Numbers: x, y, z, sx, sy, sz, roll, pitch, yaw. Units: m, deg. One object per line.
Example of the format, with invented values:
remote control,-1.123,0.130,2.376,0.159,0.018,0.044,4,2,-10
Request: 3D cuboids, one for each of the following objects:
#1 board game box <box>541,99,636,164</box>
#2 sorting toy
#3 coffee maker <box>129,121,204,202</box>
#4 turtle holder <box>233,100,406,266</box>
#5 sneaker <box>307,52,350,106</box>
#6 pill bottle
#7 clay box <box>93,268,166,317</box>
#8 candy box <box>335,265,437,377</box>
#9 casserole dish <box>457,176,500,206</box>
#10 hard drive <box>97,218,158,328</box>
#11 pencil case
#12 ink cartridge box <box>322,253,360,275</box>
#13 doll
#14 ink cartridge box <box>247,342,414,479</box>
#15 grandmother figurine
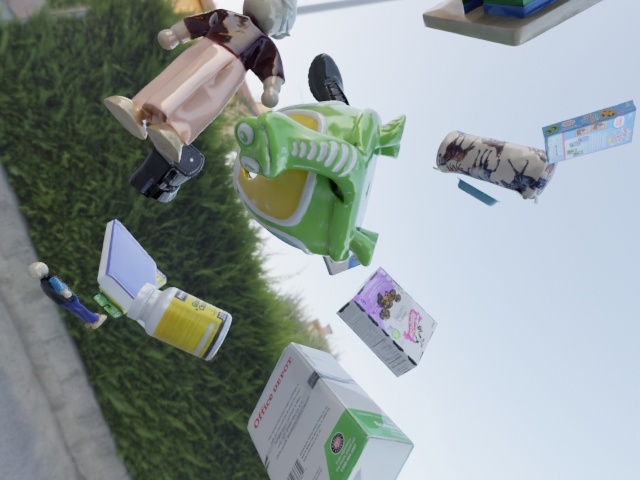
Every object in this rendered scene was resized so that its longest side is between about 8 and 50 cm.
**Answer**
board game box,0.749,-0.296,1.144,0.160,0.211,0.039,34,50,-52
sorting toy,0.319,-0.415,0.616,0.089,0.257,0.255,61,0,-37
coffee maker,-0.414,-0.202,1.055,0.178,0.120,0.171,-28,-82,40
turtle holder,-0.013,-0.082,0.604,0.320,0.227,0.243,-61,163,-61
sneaker,0.046,-0.400,1.197,0.130,0.109,0.286,-137,-153,-62
pill bottle,-0.280,0.157,0.813,0.184,0.103,0.103,29,-12,-12
clay box,-0.700,0.171,1.498,0.127,0.222,0.053,38,-42,10
candy box,0.156,0.180,0.931,0.196,0.165,0.070,45,-52,5
casserole dish,0.604,-0.183,1.576,0.188,0.114,0.037,33,-73,12
hard drive,-0.544,0.090,1.174,0.210,0.040,0.319,63,-6,-35
pencil case,0.637,-0.283,1.513,0.410,0.160,0.184,25,-87,30
ink cartridge box,0.047,0.006,1.240,0.060,0.104,0.180,156,-87,-81
doll,-0.575,0.123,0.910,0.129,0.046,0.189,-3,-49,39
ink cartridge box,-0.001,0.356,0.750,0.211,0.121,0.289,-63,-147,3
grandmother figurine,-0.144,-0.276,0.617,0.208,0.342,0.104,36,-18,-8
